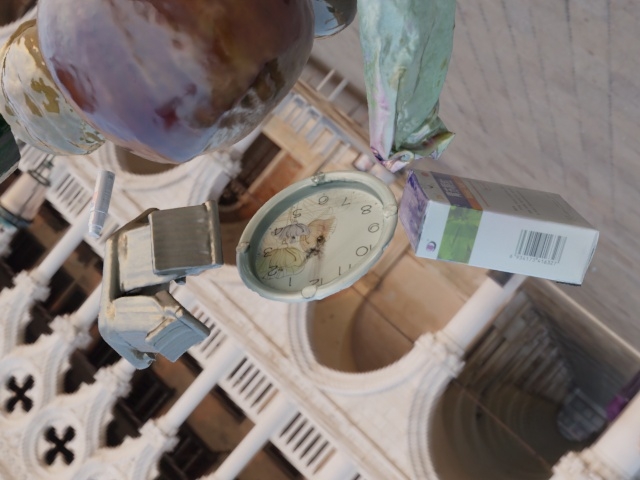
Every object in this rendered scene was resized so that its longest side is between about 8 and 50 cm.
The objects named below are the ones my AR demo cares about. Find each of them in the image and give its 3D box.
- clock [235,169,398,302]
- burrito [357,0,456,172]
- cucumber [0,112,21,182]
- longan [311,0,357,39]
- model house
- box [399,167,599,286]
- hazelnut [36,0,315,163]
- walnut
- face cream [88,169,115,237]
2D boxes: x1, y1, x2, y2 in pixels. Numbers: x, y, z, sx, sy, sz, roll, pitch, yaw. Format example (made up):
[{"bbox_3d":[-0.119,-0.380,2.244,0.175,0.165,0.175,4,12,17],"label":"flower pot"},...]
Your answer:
[{"bbox_3d":[0.000,0.000,1.087,0.236,0.236,0.053,43,168,46],"label":"clock"},{"bbox_3d":[0.095,-0.191,0.908,0.089,0.144,0.229,26,129,37],"label":"burrito"},{"bbox_3d":[-0.594,-0.143,1.286,0.191,0.130,0.191,18,134,20],"label":"cucumber"},{"bbox_3d":[-0.012,-0.553,1.835,0.198,0.198,0.212,38,-165,-39],"label":"longan"},{"bbox_3d":[-0.195,0.044,1.032,0.188,0.229,0.122,-14,156,40],"label":"model house"},{"bbox_3d":[0.303,-0.030,1.401,0.299,0.106,0.200,11,-160,-7],"label":"box"},{"bbox_3d":[-0.221,-0.332,1.228,0.421,0.421,0.353,39,-161,-27],"label":"hazelnut"},{"bbox_3d":[-0.491,-0.305,1.556,0.285,0.285,0.296,39,174,-28],"label":"walnut"},{"bbox_3d":[-0.420,-0.069,1.524,0.034,0.130,0.034,5,160,2],"label":"face cream"}]
